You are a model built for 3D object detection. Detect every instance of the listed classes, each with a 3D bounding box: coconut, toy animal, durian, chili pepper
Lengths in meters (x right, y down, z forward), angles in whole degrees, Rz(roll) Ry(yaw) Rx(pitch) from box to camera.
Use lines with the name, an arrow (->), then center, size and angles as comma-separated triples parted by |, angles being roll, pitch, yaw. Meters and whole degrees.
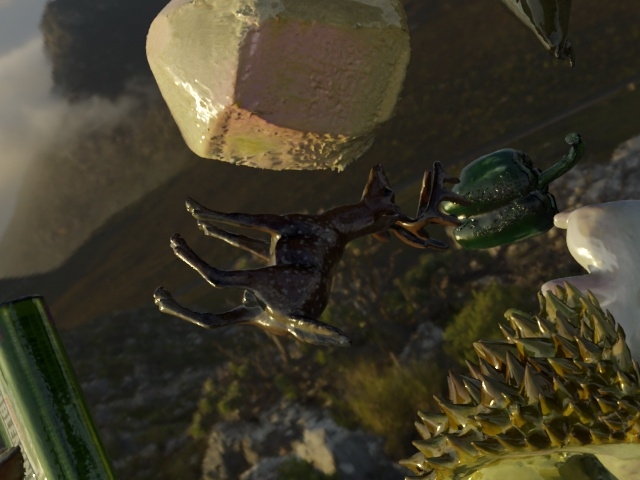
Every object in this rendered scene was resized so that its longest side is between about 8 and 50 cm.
coconut -> -0.052, -0.181, 0.998 | 0.245, 0.233, 0.233 | 1, 8, -21
toy animal -> -0.001, 0.013, 0.909 | 0.259, 0.087, 0.244 | 10, 46, 5
toy animal -> 0.332, 0.091, 1.133 | 0.138, 0.140, 0.283 | 1, 74, 48
durian -> 0.152, 0.147, 0.597 | 0.166, 0.306, 0.172 | 18, 45, 37
chili pepper -> 0.344, -0.082, 1.688 | 0.261, 0.165, 0.174 | -24, -23, 23

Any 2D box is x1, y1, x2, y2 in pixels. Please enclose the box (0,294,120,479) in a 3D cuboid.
box -> -0.306, 0.240, 1.130 | 0.097, 0.346, 0.134 | -17, -15, -35

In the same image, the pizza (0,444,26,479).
pizza -> -0.307, 0.239, 0.824 | 0.036, 0.176, 0.184 | 36, 21, 32

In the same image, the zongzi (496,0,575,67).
zongzi -> 0.290, -0.460, 1.069 | 0.447, 0.181, 0.418 | -48, 49, 22
